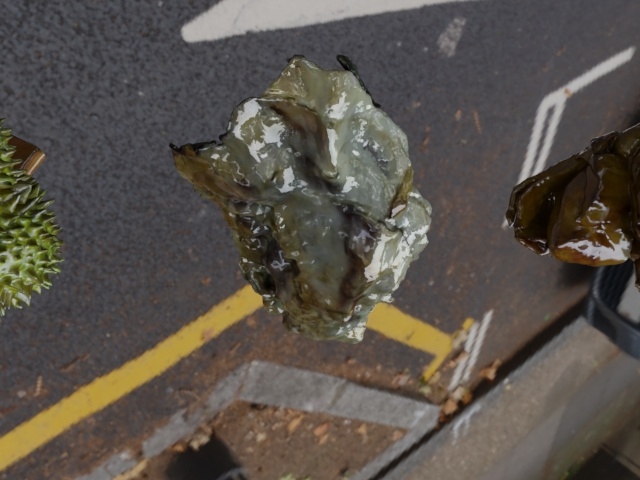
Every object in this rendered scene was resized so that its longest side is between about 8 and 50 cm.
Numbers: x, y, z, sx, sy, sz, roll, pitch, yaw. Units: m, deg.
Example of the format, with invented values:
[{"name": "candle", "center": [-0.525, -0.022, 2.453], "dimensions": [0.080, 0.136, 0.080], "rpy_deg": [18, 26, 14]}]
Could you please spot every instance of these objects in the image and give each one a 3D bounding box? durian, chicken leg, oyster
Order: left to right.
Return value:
[{"name": "durian", "center": [-0.405, -0.044, 0.844], "dimensions": [0.291, 0.291, 0.225], "rpy_deg": [66, 30, -55]}, {"name": "oyster", "center": [0.003, 0.002, 0.735], "dimensions": [0.201, 0.107, 0.354], "rpy_deg": [-12, 141, 12]}, {"name": "chicken leg", "center": [0.338, -0.049, 0.803], "dimensions": [0.409, 0.295, 0.182], "rpy_deg": [-34, 114, -63]}]

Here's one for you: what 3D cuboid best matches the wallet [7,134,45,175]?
[{"name": "wallet", "center": [-0.506, -0.097, 1.155], "dimensions": [0.042, 0.195, 0.161], "rpy_deg": [86, 28, -58]}]
